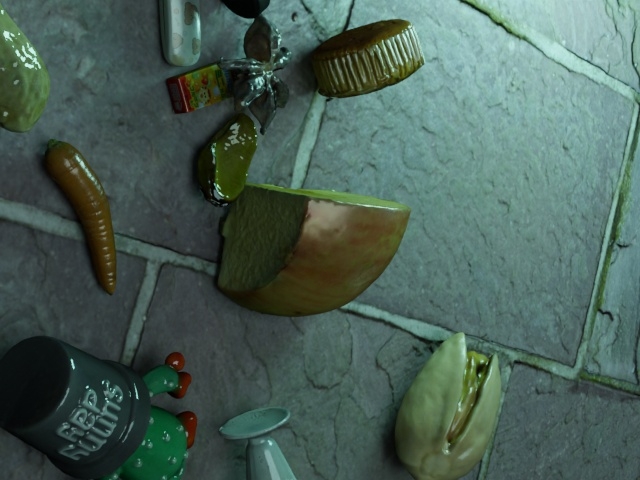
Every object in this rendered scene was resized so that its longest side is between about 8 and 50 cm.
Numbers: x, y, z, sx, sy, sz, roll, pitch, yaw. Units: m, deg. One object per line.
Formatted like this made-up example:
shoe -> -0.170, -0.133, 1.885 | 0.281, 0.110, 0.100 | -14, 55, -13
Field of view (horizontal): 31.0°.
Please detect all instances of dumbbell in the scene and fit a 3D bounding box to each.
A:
dumbbell -> -0.084, -0.467, 1.946 | 0.191, 0.100, 0.100 | -48, 122, -25

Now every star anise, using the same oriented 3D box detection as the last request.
star anise -> -0.095, -0.277, 1.953 | 0.208, 0.063, 0.171 | -61, 139, -49

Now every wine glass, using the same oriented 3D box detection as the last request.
wine glass -> -0.088, 0.401, 2.005 | 0.165, 0.165, 0.196 | -20, 104, -37

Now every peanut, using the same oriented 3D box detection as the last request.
peanut -> -0.490, -0.283, 1.604 | 0.152, 0.152, 0.313 | -52, 123, -23

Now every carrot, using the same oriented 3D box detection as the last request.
carrot -> -0.356, -0.041, 1.798 | 0.066, 0.062, 0.271 | -69, 143, -55

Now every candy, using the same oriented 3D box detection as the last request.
candy -> -0.193, -0.256, 1.919 | 0.122, 0.038, 0.062 | -26, 111, -36

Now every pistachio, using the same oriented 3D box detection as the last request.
pistachio -> -0.165, -0.136, 1.948 | 0.090, 0.049, 0.172 | 29, 66, -31
pistachio -> 0.254, 0.338, 2.284 | 0.187, 0.188, 0.299 | 43, 62, -34

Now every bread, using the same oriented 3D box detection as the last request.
bread -> 0.080, -0.326, 2.045 | 0.199, 0.199, 0.104 | -30, 112, -34

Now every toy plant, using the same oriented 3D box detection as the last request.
toy plant -> -0.327, 0.293, 1.775 | 0.400, 0.185, 0.279 | 45, 33, -53

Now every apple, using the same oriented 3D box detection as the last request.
apple -> 0.000, 0.000, 2.010 | 0.309, 0.314, 0.252 | 11, 46, -40

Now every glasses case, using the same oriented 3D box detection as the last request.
glasses case -> -0.228, -0.364, 1.875 | 0.063, 0.041, 0.164 | -8, 100, -39
